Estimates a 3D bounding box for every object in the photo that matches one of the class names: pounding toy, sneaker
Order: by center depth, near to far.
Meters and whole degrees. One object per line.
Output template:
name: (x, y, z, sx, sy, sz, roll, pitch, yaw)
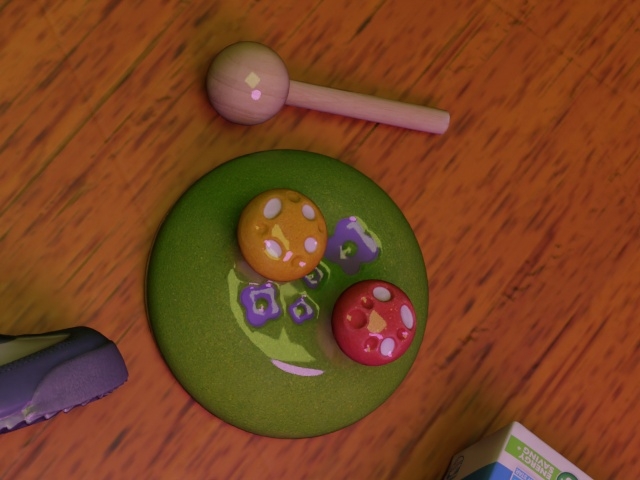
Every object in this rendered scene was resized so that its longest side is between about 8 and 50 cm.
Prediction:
sneaker: (-0.266, 0.063, 0.960, 0.319, 0.112, 0.131, -10, 88, -21)
pounding toy: (0.000, 0.000, 1.062, 0.183, 0.110, 0.237, 14, 77, -16)

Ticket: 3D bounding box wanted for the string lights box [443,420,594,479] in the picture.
string lights box: (0.102, 0.252, 1.031, 0.133, 0.077, 0.260, 37, 51, -10)
